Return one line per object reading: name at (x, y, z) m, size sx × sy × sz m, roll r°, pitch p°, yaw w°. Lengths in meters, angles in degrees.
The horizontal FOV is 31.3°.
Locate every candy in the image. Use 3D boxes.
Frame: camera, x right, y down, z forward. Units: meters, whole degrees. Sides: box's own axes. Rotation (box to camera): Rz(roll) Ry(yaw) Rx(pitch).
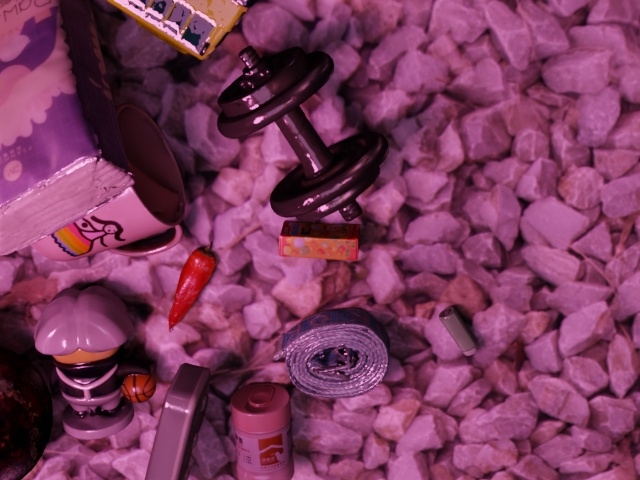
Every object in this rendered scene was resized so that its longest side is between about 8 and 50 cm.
candy at (0.000, 0.000, 1.746) m, size 0.122 × 0.062 × 0.038 m, roll 3°, pitch 113°, yaw 4°

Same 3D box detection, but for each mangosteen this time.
mangosteen at (-0.566, 0.272, 1.804) m, size 0.288 × 0.288 × 0.288 m, roll 2°, pitch 114°, yaw 4°

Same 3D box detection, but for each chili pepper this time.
chili pepper at (-0.212, 0.079, 1.818) m, size 0.045 × 0.027 × 0.178 m, roll 27°, pitch 116°, yaw -8°

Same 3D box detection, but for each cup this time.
cup at (-0.317, -0.058, 1.692) m, size 0.200 × 0.191 × 0.253 m, roll -21°, pitch 137°, yaw 17°

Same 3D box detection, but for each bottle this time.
bottle at (0.220, 0.145, 1.812) m, size 0.030 × 0.030 × 0.083 m, roll -29°, pitch 110°, yaw 16°

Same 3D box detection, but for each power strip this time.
power strip at (-0.226, 0.314, 1.835) m, size 0.059 × 0.193 × 0.265 m, roll 16°, pitch 115°, yaw 1°

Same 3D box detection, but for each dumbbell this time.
dumbbell at (-0.025, -0.149, 1.612) m, size 0.192 × 0.192 × 0.290 m, roll -29°, pitch 109°, yaw 16°

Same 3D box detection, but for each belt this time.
belt at (0.028, 0.183, 1.818) m, size 0.163 × 0.082 × 0.147 m, roll -35°, pitch 103°, yaw 17°

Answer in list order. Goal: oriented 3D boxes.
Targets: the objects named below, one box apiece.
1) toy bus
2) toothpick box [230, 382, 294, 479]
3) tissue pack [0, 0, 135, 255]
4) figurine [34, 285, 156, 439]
toy bus at (-0.218, -0.366, 1.563) m, size 0.262 × 0.128 × 0.150 m, roll 32°, pitch 113°, yaw -8°
toothpick box at (-0.094, 0.322, 1.880) m, size 0.098 × 0.098 × 0.149 m, roll -1°, pitch 115°, yaw 5°
tissue pack at (-0.403, -0.180, 1.559) m, size 0.242 × 0.343 × 0.125 m, roll -28°, pitch 151°, yaw 16°
figurine at (-0.359, 0.189, 1.825) m, size 0.176 × 0.133 × 0.236 m, roll -7°, pitch 116°, yaw -2°
